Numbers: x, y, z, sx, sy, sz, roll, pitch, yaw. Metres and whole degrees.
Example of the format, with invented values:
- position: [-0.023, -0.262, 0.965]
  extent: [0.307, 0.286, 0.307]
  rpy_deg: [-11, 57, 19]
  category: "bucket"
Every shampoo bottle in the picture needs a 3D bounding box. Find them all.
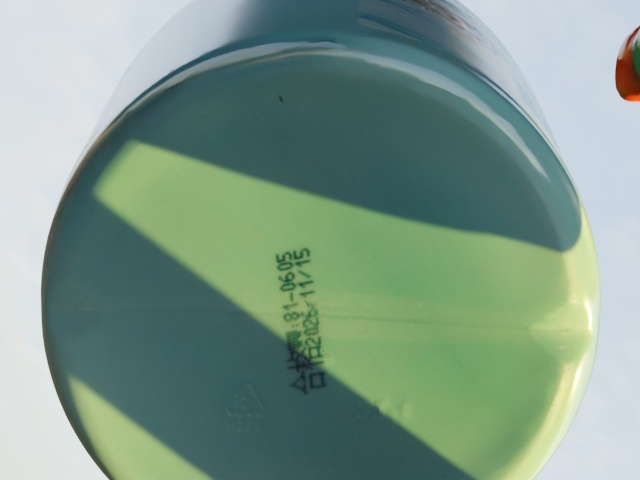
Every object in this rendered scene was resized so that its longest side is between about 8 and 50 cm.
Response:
- position: [0.000, 0.000, 1.165]
  extent: [0.331, 0.331, 0.343]
  rpy_deg: [44, 12, -10]
  category: "shampoo bottle"

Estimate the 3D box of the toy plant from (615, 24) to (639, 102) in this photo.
- position: [0.305, -0.180, 0.937]
  extent: [0.400, 0.279, 0.185]
  rpy_deg: [16, -11, 48]
  category: "toy plant"
